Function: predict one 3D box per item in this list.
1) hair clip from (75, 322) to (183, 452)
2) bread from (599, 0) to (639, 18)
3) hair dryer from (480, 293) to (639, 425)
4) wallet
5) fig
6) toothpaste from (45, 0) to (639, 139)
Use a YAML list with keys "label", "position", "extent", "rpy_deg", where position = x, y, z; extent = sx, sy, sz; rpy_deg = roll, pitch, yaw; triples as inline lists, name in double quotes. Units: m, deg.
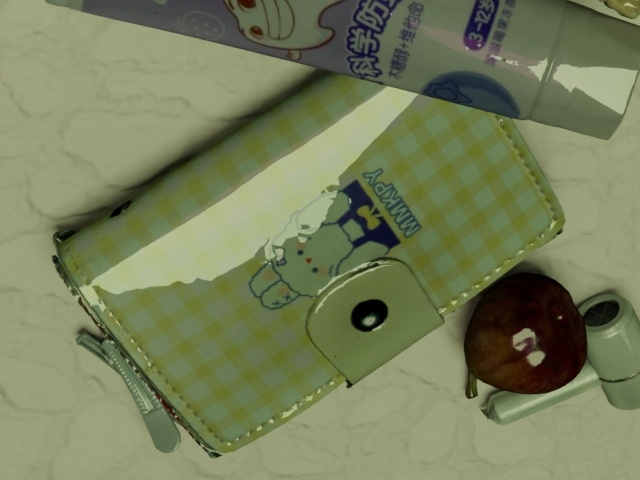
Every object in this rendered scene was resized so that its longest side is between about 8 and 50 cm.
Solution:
- label: "hair clip"
  position: [-0.131, 0.105, 1.363]
  extent: [0.030, 0.039, 0.115]
  rpy_deg: [-34, 120, 2]
- label: "bread"
  position: [0.187, -0.260, 1.162]
  extent: [0.210, 0.110, 0.192]
  rpy_deg: [31, 119, -22]
- label: "hair dryer"
  position: [0.181, 0.100, 1.433]
  extent: [0.137, 0.047, 0.082]
  rpy_deg: [-24, 123, 11]
- label: "wallet"
  position: [0.000, 0.000, 1.313]
  extent: [0.309, 0.077, 0.223]
  rpy_deg: [-31, 119, 6]
- label: "fig"
  position: [0.133, 0.078, 1.394]
  extent: [0.089, 0.089, 0.125]
  rpy_deg: [28, 141, -26]
- label: "toothpaste"
  position: [0.015, -0.151, 1.195]
  extent: [0.371, 0.080, 0.125]
  rpy_deg: [18, 118, 0]
